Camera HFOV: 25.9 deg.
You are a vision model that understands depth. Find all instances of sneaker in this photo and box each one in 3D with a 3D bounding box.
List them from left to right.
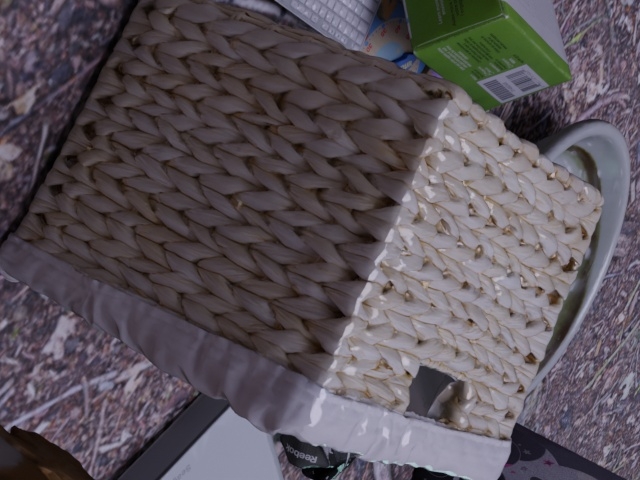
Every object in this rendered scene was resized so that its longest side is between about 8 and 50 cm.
[{"bbox_3d":[0.000,0.194,1.512,0.106,0.078,0.234,-51,150,-24],"label":"sneaker"}]

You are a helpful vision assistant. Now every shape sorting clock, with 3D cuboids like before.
[{"bbox_3d":[0.064,-0.166,1.365,0.206,0.040,0.206,-38,141,-38],"label":"shape sorting clock"}]

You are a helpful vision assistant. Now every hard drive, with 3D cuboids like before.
[{"bbox_3d":[-0.109,0.306,1.423,0.203,0.040,0.307,-45,139,-34],"label":"hard drive"}]

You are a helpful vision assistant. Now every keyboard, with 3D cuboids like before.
[{"bbox_3d":[-0.020,-0.234,1.185,0.256,0.014,0.072,26,91,-55],"label":"keyboard"}]

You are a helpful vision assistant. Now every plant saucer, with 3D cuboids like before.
[{"bbox_3d":[0.246,0.024,1.739,0.400,0.100,0.400,-37,141,-38],"label":"plant saucer"}]

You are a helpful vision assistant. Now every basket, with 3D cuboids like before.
[{"bbox_3d":[0.000,0.000,1.096,0.328,0.331,0.266,25,90,-55],"label":"basket"}]

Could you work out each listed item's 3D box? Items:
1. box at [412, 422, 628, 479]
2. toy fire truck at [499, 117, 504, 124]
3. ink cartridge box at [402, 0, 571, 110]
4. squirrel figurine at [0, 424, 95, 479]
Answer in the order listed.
[{"bbox_3d":[0.264,0.353,1.877,0.163,0.247,0.142,-22,129,-49],"label":"box"},{"bbox_3d":[0.171,-0.040,1.481,0.246,0.217,0.158,-60,179,-16],"label":"toy fire truck"},{"bbox_3d":[0.143,-0.278,1.335,0.189,0.097,0.255,25,51,-60],"label":"ink cartridge box"},{"bbox_3d":[-0.320,0.271,0.892,0.370,0.281,0.397,-54,146,-2],"label":"squirrel figurine"}]
